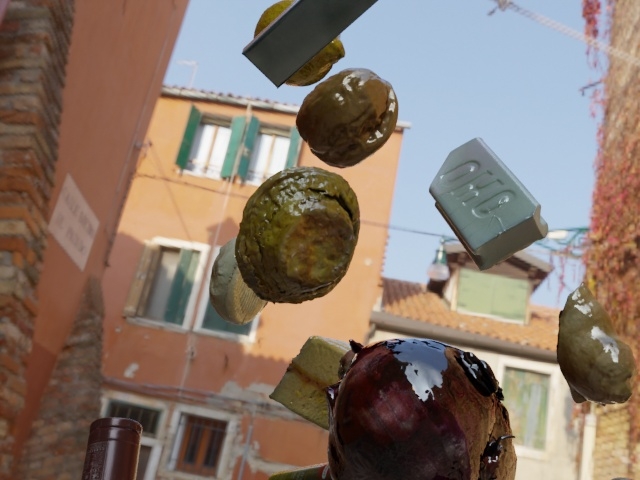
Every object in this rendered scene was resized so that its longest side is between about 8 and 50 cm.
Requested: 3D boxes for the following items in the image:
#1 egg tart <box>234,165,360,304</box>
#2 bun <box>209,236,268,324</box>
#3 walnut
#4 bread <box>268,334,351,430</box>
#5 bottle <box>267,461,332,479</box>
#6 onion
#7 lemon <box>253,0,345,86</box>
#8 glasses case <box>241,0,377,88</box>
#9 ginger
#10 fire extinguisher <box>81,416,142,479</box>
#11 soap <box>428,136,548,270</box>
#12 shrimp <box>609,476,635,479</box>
[{"bbox_3d":[-0.026,-0.001,1.397,0.294,0.294,0.123,25,3,-32],"label":"egg tart"},{"bbox_3d":[-0.254,0.118,2.193,0.146,0.287,0.287,12,-18,28],"label":"bun"},{"bbox_3d":[0.073,-0.302,1.732,0.257,0.257,0.224,2,-23,25],"label":"walnut"},{"bbox_3d":[0.056,0.302,1.358,0.163,0.167,0.264,37,8,35],"label":"bread"},{"bbox_3d":[0.016,0.457,1.323,0.082,0.082,0.286,27,-37,-35],"label":"bottle"},{"bbox_3d":[0.107,0.216,0.794,0.221,0.280,0.281,-29,-25,-1],"label":"onion"},{"bbox_3d":[-0.046,-0.419,1.497,0.244,0.186,0.187,28,-4,43],"label":"lemon"},{"bbox_3d":[-0.008,-0.380,1.187,0.266,0.056,0.105,-38,-44,13],"label":"glasses case"},{"bbox_3d":[0.431,0.160,1.092,0.115,0.193,0.123,-9,-1,-21],"label":"ginger"},{"bbox_3d":[-0.368,0.448,1.210,0.105,0.268,0.104,-1,-34,-1],"label":"fire extinguisher"},{"bbox_3d":[0.352,-0.086,1.549,0.173,0.289,0.095,-30,-46,4],"label":"soap"},{"bbox_3d":[0.657,0.562,1.481,0.045,0.095,0.162,67,-8,-31],"label":"shrimp"}]
